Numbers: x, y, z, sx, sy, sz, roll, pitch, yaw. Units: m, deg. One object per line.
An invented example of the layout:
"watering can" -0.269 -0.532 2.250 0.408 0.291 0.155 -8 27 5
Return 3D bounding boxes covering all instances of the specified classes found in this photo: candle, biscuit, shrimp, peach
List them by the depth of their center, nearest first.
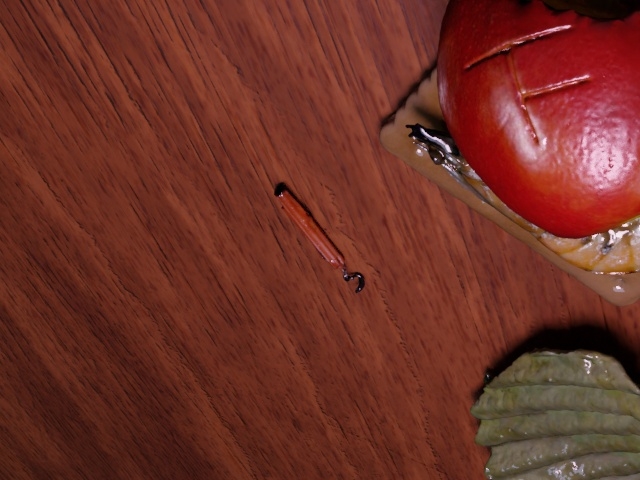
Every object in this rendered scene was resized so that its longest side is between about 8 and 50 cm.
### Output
"peach" 0.187 -0.120 0.711 0.226 0.190 0.196 65 168 8
"shrimp" 0.216 -0.079 0.839 0.262 0.051 0.198 31 129 -3
"biscuit" 0.230 -0.061 0.909 0.325 0.044 0.217 34 138 -11
"candle" 0.000 -0.001 1.110 0.026 0.021 0.167 15 150 55

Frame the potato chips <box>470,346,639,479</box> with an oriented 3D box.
"potato chips" 0.354 0.266 1.156 0.373 0.097 0.389 27 147 -3
